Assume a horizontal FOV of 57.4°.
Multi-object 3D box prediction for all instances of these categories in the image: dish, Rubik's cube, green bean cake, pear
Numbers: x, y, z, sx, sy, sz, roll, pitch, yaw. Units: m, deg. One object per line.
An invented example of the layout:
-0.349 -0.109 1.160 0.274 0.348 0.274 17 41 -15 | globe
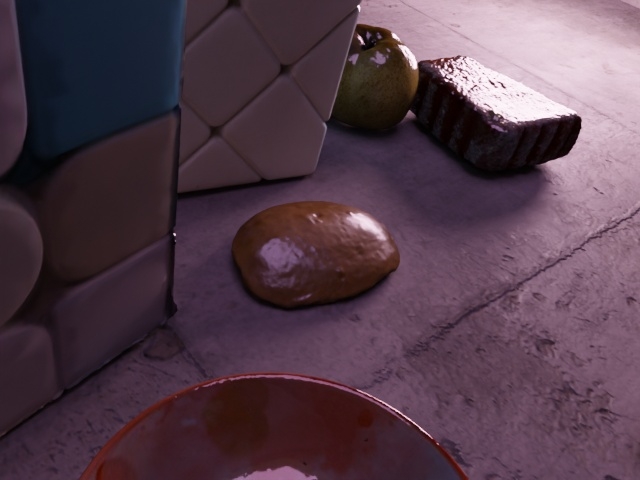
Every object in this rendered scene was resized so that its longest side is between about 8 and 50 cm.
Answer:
-0.024 0.205 0.356 0.260 0.085 0.260 7 33 -5 | dish
-0.327 -0.060 0.370 0.344 0.347 0.346 32 41 20 | Rubik's cube
0.263 -0.204 0.932 0.199 0.097 0.232 -17 49 -32 | green bean cake
0.068 -0.251 0.890 0.167 0.136 0.167 7 44 -6 | pear
-0.174 -0.269 0.689 0.319 0.322 0.316 -13 46 -32 | Rubik's cube

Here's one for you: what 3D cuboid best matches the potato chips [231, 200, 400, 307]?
0.000 0.000 0.643 0.202 0.049 0.150 -5 49 -33 | potato chips
